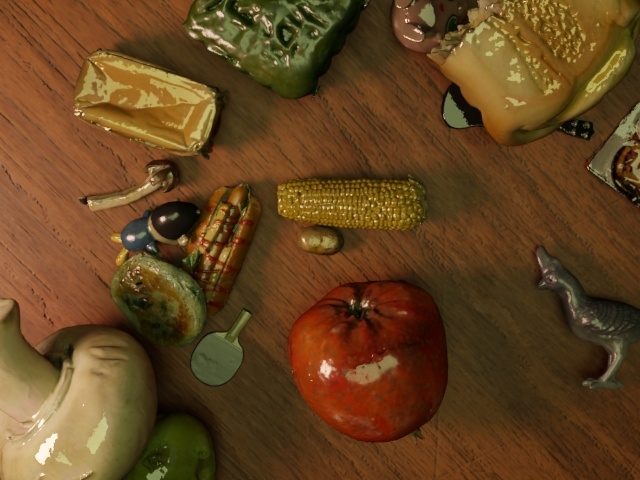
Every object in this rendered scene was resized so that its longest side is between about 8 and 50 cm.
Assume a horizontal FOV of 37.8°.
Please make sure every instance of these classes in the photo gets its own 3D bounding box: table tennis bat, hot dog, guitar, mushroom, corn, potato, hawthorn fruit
[{"bbox_3d":[-0.172,0.191,1.670,0.087,0.013,0.156,34,96,-3],"label":"table tennis bat"},{"bbox_3d":[-0.179,0.014,1.620,0.104,0.076,0.250,24,98,-1],"label":"hot dog"},{"bbox_3d":[0.344,-0.212,1.609,0.271,0.038,0.084,11,98,-1],"label":"guitar"},{"bbox_3d":[-0.332,-0.088,1.620,0.187,0.061,0.060,-22,101,7],"label":"mushroom"},{"bbox_3d":[0.055,-0.065,1.602,0.260,0.091,0.091,3,131,4],"label":"corn"},{"bbox_3d":[-0.274,0.420,1.631,0.186,0.148,0.253,24,92,-35],"label":"potato"},{"bbox_3d":[0.099,0.224,1.561,0.276,0.276,0.307,-22,110,3],"label":"hawthorn fruit"},{"bbox_3d":[-0.417,0.254,1.549,0.315,0.315,0.356,-16,88,2],"label":"mushroom"},{"bbox_3d":[0.000,0.000,1.634,0.083,0.040,0.051,10,84,-2],"label":"potato"}]

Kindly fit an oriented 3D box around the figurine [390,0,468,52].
[{"bbox_3d":[0.178,-0.374,1.552,0.125,0.138,0.125,8,103,35],"label":"figurine"}]

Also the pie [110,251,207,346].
[{"bbox_3d":[-0.280,0.106,1.608,0.187,0.041,0.187,13,124,20],"label":"pie"}]

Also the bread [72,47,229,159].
[{"bbox_3d":[-0.287,-0.228,1.577,0.241,0.107,0.136,17,94,-2],"label":"bread"}]

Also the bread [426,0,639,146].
[{"bbox_3d":[0.353,-0.316,1.494,0.316,0.211,0.270,-44,104,12],"label":"bread"}]

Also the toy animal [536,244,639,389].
[{"bbox_3d":[0.517,0.168,1.625,0.367,0.081,0.205,21,85,-2],"label":"toy animal"}]

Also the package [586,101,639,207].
[{"bbox_3d":[0.599,-0.115,1.623,0.239,0.030,0.154,38,93,-3],"label":"package"}]

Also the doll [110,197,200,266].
[{"bbox_3d":[-0.279,-0.018,1.614,0.179,0.089,0.102,-24,69,23],"label":"doll"}]

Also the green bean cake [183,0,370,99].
[{"bbox_3d":[-0.066,-0.383,1.535,0.247,0.156,0.250,33,96,-2],"label":"green bean cake"}]
